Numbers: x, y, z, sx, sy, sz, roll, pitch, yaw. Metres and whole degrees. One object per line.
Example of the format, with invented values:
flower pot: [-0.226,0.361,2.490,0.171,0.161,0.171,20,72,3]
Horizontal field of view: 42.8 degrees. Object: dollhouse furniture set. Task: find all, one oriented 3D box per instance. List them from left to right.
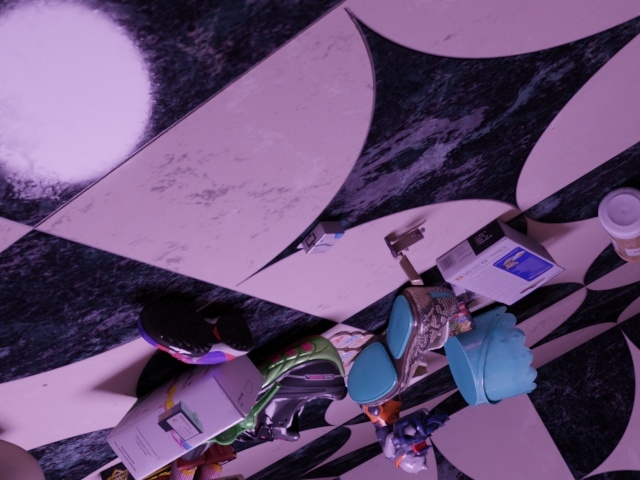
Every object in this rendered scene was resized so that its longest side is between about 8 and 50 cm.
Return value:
dollhouse furniture set: [-0.275,0.661,2.017,0.152,0.374,0.201,-3,128,-28]
dollhouse furniture set: [0.196,0.034,1.633,0.081,0.114,0.091,-31,154,1]

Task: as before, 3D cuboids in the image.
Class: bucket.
bucket: [0.491,0.346,2.398,0.183,0.281,0.281,-18,156,-8]

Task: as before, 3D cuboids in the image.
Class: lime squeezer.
lime squeezer: [-0.196,0.395,1.797,0.310,0.058,0.110,-32,134,12]

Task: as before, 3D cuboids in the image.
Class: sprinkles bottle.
sprinkles bottle: [0.791,-0.034,2.081,0.121,0.121,0.355,-33,156,15]

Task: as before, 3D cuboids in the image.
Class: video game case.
video game case: [0.438,0.096,2.113,0.201,0.023,0.183,-28,157,4]

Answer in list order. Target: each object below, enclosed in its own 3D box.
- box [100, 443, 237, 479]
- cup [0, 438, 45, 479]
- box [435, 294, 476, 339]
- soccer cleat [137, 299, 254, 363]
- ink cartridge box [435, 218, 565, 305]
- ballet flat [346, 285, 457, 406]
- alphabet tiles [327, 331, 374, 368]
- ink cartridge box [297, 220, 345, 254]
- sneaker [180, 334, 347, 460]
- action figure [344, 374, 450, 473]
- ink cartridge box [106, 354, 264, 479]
box: [-0.419,0.632,2.296,0.322,0.079,0.257,-25,155,-2]
cup: [-0.661,0.510,1.561,0.331,0.331,0.237,-32,180,13]
box: [0.329,0.221,2.208,0.159,0.044,0.233,-20,158,10]
soccer cleat: [-0.247,0.185,1.513,0.116,0.108,0.318,-30,159,19]
ink cartridge box: [0.438,0.061,1.951,0.176,0.069,0.371,-38,146,22]
ballet flat: [0.222,0.277,2.065,0.182,0.164,0.482,-5,144,-24]
alphabet tiles: [0.003,0.318,2.138,0.278,0.021,0.284,-39,153,27]
ink cartridge box: [0.000,0.000,1.465,0.048,0.028,0.083,-4,149,-41]
sneaker: [-0.149,0.410,1.916,0.483,0.202,0.185,-32,179,16]
action figure: [0.234,0.545,2.451,0.178,0.330,0.341,-41,152,27]
ink cartridge box: [-0.275,0.349,1.703,0.278,0.117,0.201,-32,-172,13]
